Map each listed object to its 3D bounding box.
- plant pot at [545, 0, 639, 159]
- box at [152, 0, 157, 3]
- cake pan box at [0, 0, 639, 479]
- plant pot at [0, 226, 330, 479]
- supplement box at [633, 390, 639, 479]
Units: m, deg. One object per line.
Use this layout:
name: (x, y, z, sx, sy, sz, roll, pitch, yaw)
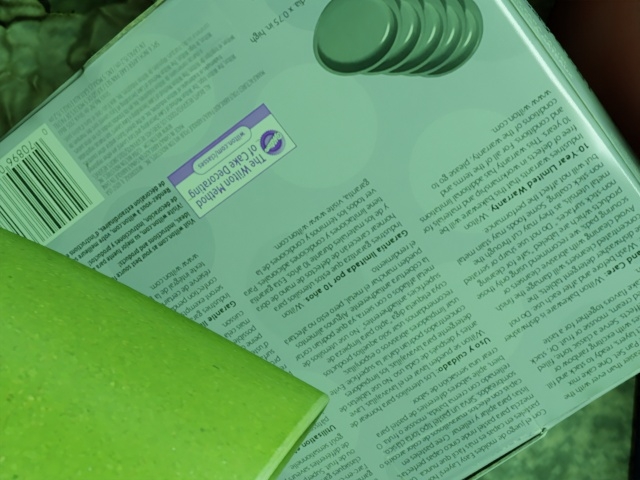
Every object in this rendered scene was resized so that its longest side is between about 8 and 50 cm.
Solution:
plant pot: (0.238, -0.096, 0.584, 0.274, 0.243, 0.275, 1, 85, -14)
box: (0.014, -0.153, 0.613, 0.130, 0.091, 0.170, 43, 77, -6)
cake pan box: (0.000, 0.000, 0.543, 0.267, 0.070, 0.246, -37, 96, 18)
plant pot: (-0.194, 0.082, 0.446, 0.293, 0.275, 0.275, 36, 77, 6)
supplement box: (0.360, 0.150, 0.616, 0.356, 0.194, 0.195, 8, 83, -13)
